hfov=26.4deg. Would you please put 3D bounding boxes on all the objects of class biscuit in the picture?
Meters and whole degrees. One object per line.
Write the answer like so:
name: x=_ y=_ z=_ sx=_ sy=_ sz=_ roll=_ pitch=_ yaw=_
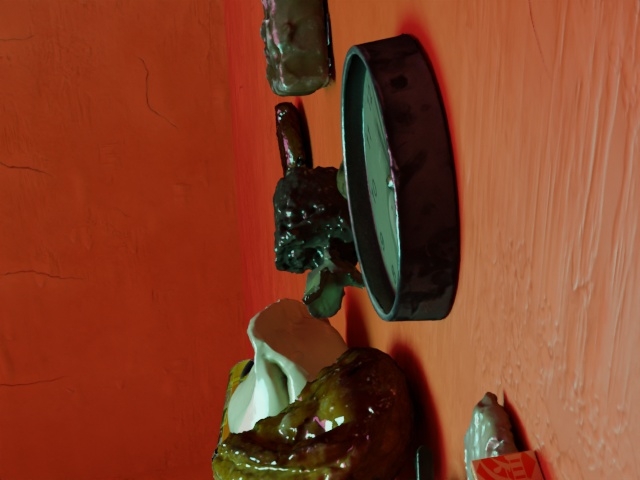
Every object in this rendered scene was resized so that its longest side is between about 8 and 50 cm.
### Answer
biscuit: x=-0.049 y=-0.154 z=2.416 sx=0.192 sy=0.049 sz=0.192 roll=171 pitch=90 yaw=-89
biscuit: x=0.173 y=0.285 z=1.243 sx=0.141 sy=0.038 sz=0.289 roll=173 pitch=90 yaw=-82

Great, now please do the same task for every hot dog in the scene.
hot dog: x=0.001 y=0.262 z=1.746 sx=0.174 sy=0.267 sz=0.387 roll=51 pitch=170 yaw=5

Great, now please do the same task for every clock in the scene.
clock: x=0.081 y=-0.066 z=1.499 sx=0.319 sy=0.066 sz=0.318 roll=173 pitch=90 yaw=-83

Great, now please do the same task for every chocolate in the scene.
chocolate: x=-0.042 y=-0.324 z=2.039 sx=0.148 sy=0.093 sz=0.214 roll=-171 pitch=74 yaw=-80

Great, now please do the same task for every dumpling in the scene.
dumpling: x=0.000 y=0.262 z=2.091 sx=0.315 sy=0.233 sz=0.395 roll=-47 pitch=-58 yaw=-58

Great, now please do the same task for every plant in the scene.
plant: x=0.000 y=0.000 z=1.896 sx=0.142 sy=0.131 sz=0.203 roll=97 pitch=163 yaw=-49

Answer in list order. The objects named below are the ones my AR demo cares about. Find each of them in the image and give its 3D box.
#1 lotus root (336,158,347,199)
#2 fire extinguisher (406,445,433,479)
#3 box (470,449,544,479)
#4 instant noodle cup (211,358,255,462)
lotus root: x=0.048 y=-0.086 z=1.774 sx=0.099 sy=0.049 sz=0.054 roll=113 pitch=151 yaw=-63
fire extinguisher: x=0.106 y=0.341 z=1.574 sx=0.311 sy=0.096 sz=0.114 roll=96 pitch=175 yaw=-61
box: x=0.167 y=0.224 z=1.163 sx=0.015 sy=0.058 sz=0.093 roll=86 pitch=173 yaw=-48
instant noodle cup: x=-0.091 y=0.336 z=2.607 sx=0.230 sy=0.230 sz=0.182 roll=100 pitch=171 yaw=-65
